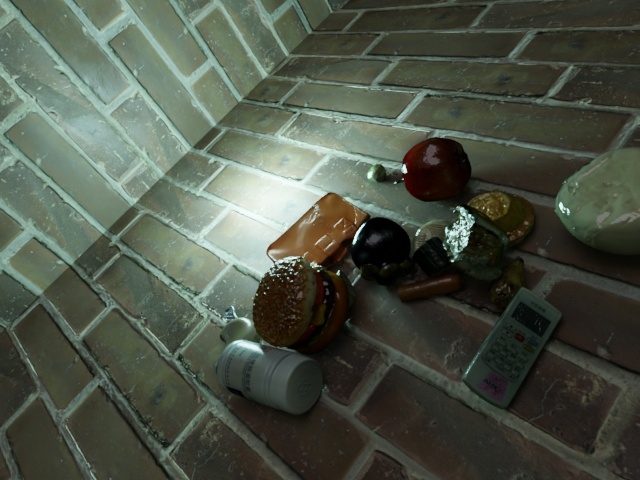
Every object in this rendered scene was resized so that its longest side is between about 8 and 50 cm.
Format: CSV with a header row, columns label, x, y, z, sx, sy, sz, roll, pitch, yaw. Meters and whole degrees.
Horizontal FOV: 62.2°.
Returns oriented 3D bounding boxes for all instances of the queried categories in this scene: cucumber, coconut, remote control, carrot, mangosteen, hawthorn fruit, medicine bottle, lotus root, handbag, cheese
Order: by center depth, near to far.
label,x,y,z,sx,sy,sz,roll,pitch,yaw
remote control,0.543,0.302,1.503,0.145,0.050,0.344,35,71,11
lotus root,0.595,0.134,1.659,0.108,0.094,0.190,20,53,21
cucumber,0.383,0.058,1.781,0.116,0.062,0.115,-39,72,3
medicine bottle,-0.171,0.456,1.790,0.332,0.190,0.189,4,53,38
carrot,0.376,0.159,1.801,0.225,0.067,0.067,-17,43,23
mangosteen,0.224,0.044,1.920,0.243,0.243,0.242,-19,42,18
hawthorn fruit,0.421,-0.269,2.071,0.300,0.254,0.254,-15,42,41
cheese,-0.334,0.357,2.094,0.163,0.082,0.286,-37,37,-3
handbag,0.000,0.000,2.192,0.410,0.116,0.303,-43,43,-8
coconut,0.252,-0.297,2.333,0.083,0.082,0.081,-32,27,-36

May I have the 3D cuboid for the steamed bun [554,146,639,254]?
label,x,y,z,sx,sy,sz,roll,pitch,yaw
steamed bun,0.897,-0.090,1.558,0.334,0.233,0.311,-31,41,19

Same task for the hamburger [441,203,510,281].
label,x,y,z,sx,sy,sz,roll,pitch,yaw
hamburger,0.498,0.013,1.682,0.167,0.192,0.288,-54,8,17

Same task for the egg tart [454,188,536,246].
label,x,y,z,sx,sy,sz,roll,pitch,yaw
egg tart,0.600,-0.084,1.855,0.288,0.118,0.288,-23,39,20

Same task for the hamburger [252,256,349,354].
label,x,y,z,sx,sy,sz,roll,pitch,yaw
hamburger,-0.081,0.227,1.860,0.330,0.250,0.329,-30,45,35

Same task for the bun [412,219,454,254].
label,x,y,z,sx,sy,sz,roll,pitch,yaw
bun,0.411,0.017,1.872,0.164,0.111,0.188,8,78,20

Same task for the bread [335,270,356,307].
label,x,y,z,sx,sy,sz,roll,pitch,yaw
bread,0.074,0.196,1.962,0.094,0.083,0.157,-36,41,10
